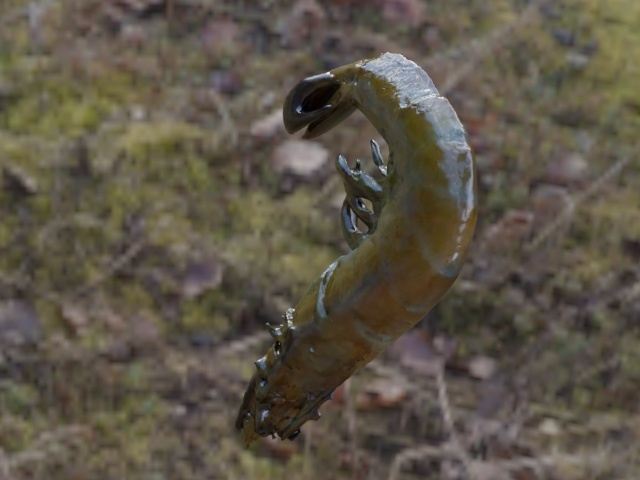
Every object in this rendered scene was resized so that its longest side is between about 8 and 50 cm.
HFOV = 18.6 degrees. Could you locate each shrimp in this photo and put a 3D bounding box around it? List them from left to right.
[{"bbox_3d":[-0.001,0.000,0.785,0.034,0.178,0.124,2,51,-36],"label":"shrimp"}]
